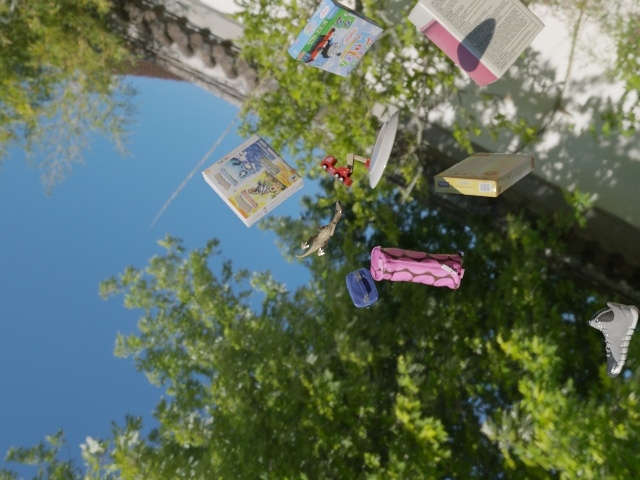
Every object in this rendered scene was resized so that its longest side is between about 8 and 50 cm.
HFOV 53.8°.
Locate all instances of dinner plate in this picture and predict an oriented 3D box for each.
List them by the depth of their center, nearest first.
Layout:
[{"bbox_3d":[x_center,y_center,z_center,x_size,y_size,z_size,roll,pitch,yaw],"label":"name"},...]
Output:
[{"bbox_3d":[0.106,-0.160,1.099,0.017,0.141,0.141,18,-156,-4],"label":"dinner plate"}]

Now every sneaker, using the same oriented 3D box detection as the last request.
[{"bbox_3d":[0.876,0.295,1.934,0.132,0.229,0.086,16,-177,13],"label":"sneaker"}]

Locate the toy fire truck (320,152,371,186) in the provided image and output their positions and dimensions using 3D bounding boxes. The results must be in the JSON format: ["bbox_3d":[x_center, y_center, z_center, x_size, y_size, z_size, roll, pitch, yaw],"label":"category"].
[{"bbox_3d":[0.106,-0.279,2.367,0.192,0.135,0.047,39,-176,22],"label":"toy fire truck"}]

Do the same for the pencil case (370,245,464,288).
[{"bbox_3d":[0.224,0.061,1.466,0.209,0.095,0.098,4,-170,-5],"label":"pencil case"}]

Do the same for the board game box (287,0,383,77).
[{"bbox_3d":[0.041,-0.496,1.556,0.211,0.160,0.039,-1,-131,-52],"label":"board game box"}]

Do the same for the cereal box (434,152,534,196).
[{"bbox_3d":[0.432,-0.177,1.652,0.173,0.047,0.240,9,-153,40],"label":"cereal box"}]

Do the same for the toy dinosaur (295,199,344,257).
[{"bbox_3d":[0.000,0.000,1.343,0.053,0.183,0.092,40,-151,2],"label":"toy dinosaur"}]

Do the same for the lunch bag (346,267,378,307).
[{"bbox_3d":[0.105,0.122,1.572,0.065,0.067,0.098,56,-167,-75],"label":"lunch bag"}]

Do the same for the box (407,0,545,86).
[{"bbox_3d":[0.325,-0.463,1.336,0.232,0.148,0.127,41,-178,-6],"label":"box"}]

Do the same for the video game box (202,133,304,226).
[{"bbox_3d":[-0.178,-0.161,1.650,0.205,0.187,0.048,45,168,26],"label":"video game box"}]
